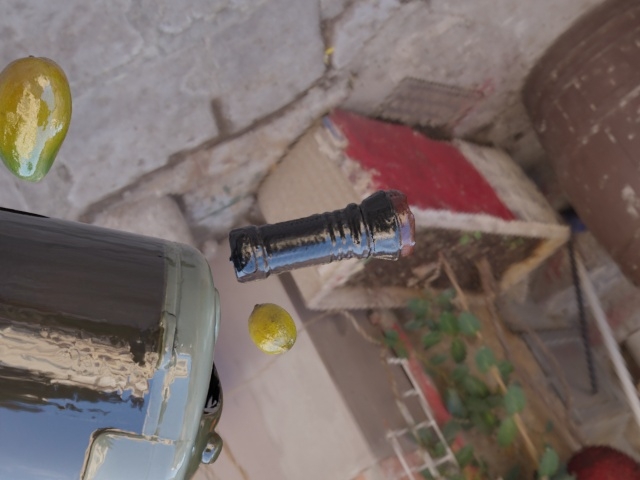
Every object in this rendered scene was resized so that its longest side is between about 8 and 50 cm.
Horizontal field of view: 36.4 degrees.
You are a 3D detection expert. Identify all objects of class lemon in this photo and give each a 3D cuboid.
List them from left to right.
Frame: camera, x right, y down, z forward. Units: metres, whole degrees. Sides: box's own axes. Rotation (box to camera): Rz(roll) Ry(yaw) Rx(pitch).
[{"bbox_3d":[-0.084,0.160,1.736,0.082,0.110,0.082,-23,144,-18],"label":"lemon"}]

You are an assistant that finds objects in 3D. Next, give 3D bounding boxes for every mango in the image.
[{"bbox_3d":[-0.428,-0.178,1.438,0.092,0.130,0.194,-45,146,-58],"label":"mango"}]

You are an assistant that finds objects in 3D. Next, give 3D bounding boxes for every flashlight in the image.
[{"bbox_3d":[0.000,0.000,1.216,0.232,0.093,0.093,-12,155,-6],"label":"flashlight"}]

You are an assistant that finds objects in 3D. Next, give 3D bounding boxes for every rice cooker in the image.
[{"bbox_3d":[-0.262,0.137,0.990,0.325,0.335,0.335,11,142,-17],"label":"rice cooker"}]
